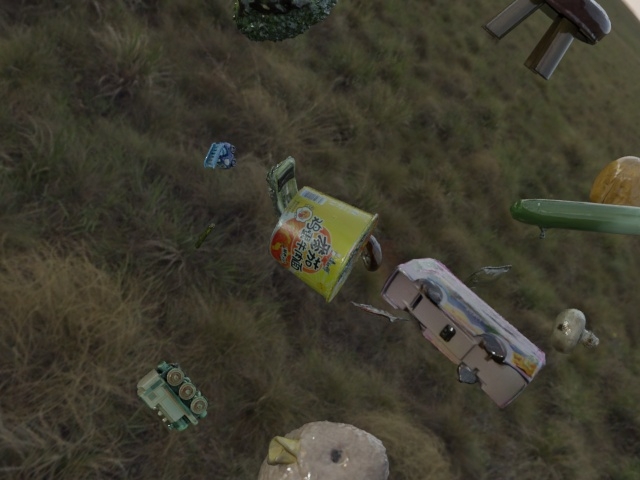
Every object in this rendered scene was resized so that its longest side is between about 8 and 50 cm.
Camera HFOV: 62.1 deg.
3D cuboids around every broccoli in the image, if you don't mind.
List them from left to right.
[{"bbox_3d":[-0.093,-0.582,1.184,0.247,0.263,0.244,-18,94,-51],"label":"broccoli"}]

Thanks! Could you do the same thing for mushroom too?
[{"bbox_3d":[0.141,0.027,1.506,0.052,0.123,0.123,-13,60,-10],"label":"mushroom"},{"bbox_3d":[0.462,0.169,0.962,0.079,0.085,0.085,22,30,22],"label":"mushroom"}]

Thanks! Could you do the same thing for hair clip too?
[{"bbox_3d":[-0.112,-0.122,1.704,0.091,0.321,0.138,18,50,33],"label":"hair clip"}]

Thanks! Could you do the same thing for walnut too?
[{"bbox_3d":[0.914,-0.156,1.605,0.165,0.197,0.165,16,24,-7],"label":"walnut"}]

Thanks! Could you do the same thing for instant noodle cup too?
[{"bbox_3d":[0.000,0.000,1.339,0.200,0.264,0.264,29,35,8],"label":"instant noodle cup"}]

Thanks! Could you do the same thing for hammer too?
[{"bbox_3d":[0.486,-0.031,0.875,0.119,0.335,0.206,-64,147,-33],"label":"hammer"}]

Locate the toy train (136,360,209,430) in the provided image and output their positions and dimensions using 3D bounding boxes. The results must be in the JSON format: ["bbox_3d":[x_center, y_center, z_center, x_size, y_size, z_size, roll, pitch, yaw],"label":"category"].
[{"bbox_3d":[-0.383,0.412,1.390,0.125,0.080,0.194,-39,108,-20],"label":"toy train"}]

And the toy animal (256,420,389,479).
[{"bbox_3d":[-0.021,0.513,1.079,0.226,0.358,0.188,33,3,18],"label":"toy animal"}]

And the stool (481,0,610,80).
[{"bbox_3d":[0.525,-0.520,1.267,0.272,0.178,0.272,32,26,-18],"label":"stool"}]

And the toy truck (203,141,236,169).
[{"bbox_3d":[-0.267,-0.217,1.389,0.090,0.056,0.073,-33,127,-56],"label":"toy truck"}]

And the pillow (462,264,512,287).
[{"bbox_3d":[0.569,0.126,1.825,0.217,0.130,0.033,2,48,-43],"label":"pillow"}]

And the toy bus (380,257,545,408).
[{"bbox_3d":[0.234,0.142,0.891,0.112,0.090,0.274,-23,59,-43],"label":"toy bus"}]

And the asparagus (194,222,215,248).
[{"bbox_3d":[-0.286,-0.011,1.308,0.015,0.127,0.018,43,51,-6],"label":"asparagus"}]

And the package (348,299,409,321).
[{"bbox_3d":[0.203,0.251,1.839,0.154,0.030,0.239,16,-3,30],"label":"package"}]
